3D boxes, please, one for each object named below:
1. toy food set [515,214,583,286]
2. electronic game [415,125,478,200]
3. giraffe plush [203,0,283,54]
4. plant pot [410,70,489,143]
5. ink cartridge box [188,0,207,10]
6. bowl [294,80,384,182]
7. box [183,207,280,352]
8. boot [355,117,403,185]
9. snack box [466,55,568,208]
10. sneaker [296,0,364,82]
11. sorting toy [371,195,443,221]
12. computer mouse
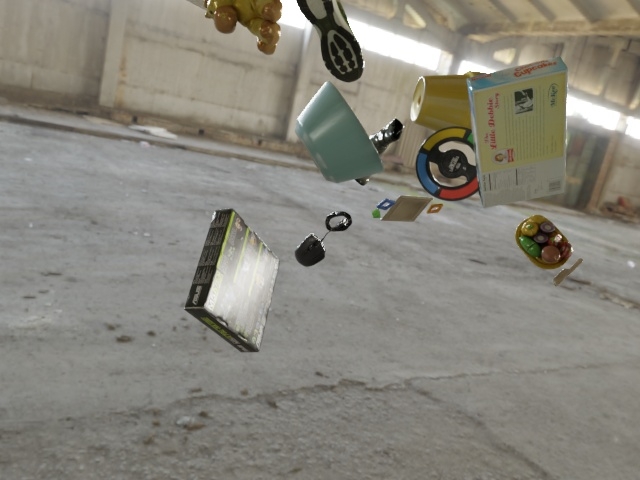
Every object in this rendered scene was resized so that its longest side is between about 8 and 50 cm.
[{"bbox_3d":[0.682,0.013,1.668,0.218,0.128,0.071,54,1,23],"label":"toy food set"},{"bbox_3d":[0.404,-0.234,1.698,0.229,0.229,0.048,18,5,21],"label":"electronic game"},{"bbox_3d":[-0.197,-0.567,1.365,0.171,0.181,0.210,-4,50,-17],"label":"giraffe plush"},{"bbox_3d":[0.453,-0.475,1.954,0.239,0.253,0.254,8,12,-6],"label":"plant pot"},{"bbox_3d":[-0.339,-0.747,1.663,0.172,0.100,0.237,27,18,-2],"label":"ink cartridge box"},{"bbox_3d":[0.037,-0.293,1.640,0.163,0.311,0.311,-32,15,2],"label":"bowl"},{"bbox_3d":[-0.144,0.073,0.963,0.045,0.190,0.184,-6,-33,27],"label":"box"},{"bbox_3d":[0.187,-0.301,1.825,0.083,0.161,0.246,38,46,-18],"label":"boot"},{"bbox_3d":[0.431,-0.222,1.214,0.187,0.322,0.060,-11,42,11],"label":"snack box"},{"bbox_3d":[0.063,-0.795,2.075,0.158,0.410,0.182,-13,31,27],"label":"sneaker"},{"bbox_3d":[0.382,-0.149,2.479,0.348,0.196,0.047,1,58,-28],"label":"sorting toy"},{"bbox_3d":[0.000,0.000,1.395,0.041,0.242,0.071,-27,77,-42],"label":"computer mouse"}]
